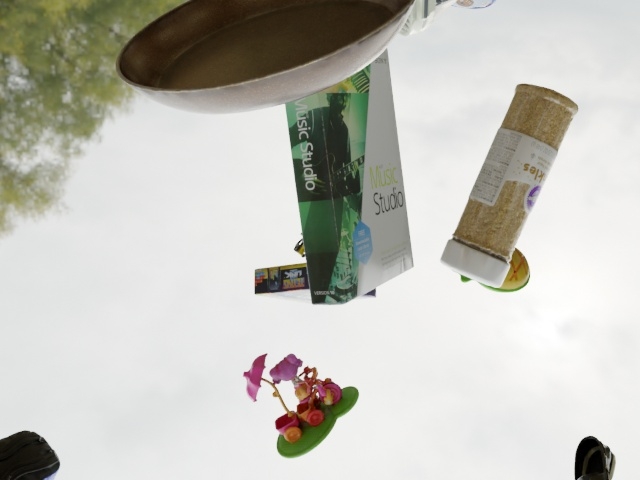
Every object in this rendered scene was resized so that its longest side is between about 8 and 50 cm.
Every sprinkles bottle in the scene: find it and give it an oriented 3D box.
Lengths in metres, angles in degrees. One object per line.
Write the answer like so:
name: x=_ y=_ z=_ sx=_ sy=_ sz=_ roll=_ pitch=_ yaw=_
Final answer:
sprinkles bottle: x=0.336 y=-0.098 z=1.428 sx=0.121 sy=0.355 sz=0.121 roll=23 pitch=-176 yaw=-2

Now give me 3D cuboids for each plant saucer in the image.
plant saucer: x=-0.050 y=-0.205 z=0.801 sx=0.310 sy=0.050 sz=0.310 roll=-12 pitch=-145 yaw=8

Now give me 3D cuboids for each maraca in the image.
maraca: x=0.374 y=0.055 z=1.755 sx=0.186 sy=0.099 sz=0.127 roll=9 pitch=-126 yaw=-8

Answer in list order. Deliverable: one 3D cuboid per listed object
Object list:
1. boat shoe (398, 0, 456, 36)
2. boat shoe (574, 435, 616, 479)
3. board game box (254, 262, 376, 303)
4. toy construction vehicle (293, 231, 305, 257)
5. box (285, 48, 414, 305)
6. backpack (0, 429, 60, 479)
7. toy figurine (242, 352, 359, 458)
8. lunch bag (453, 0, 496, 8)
boat shoe: x=0.144 y=-0.403 z=0.965 sx=0.187 sy=0.156 sz=0.500 roll=50 pitch=177 yaw=4
boat shoe: x=0.316 y=0.289 z=0.928 sx=0.042 sy=0.049 sz=0.133 roll=44 pitch=-138 yaw=-18
board game box: x=-0.007 y=0.075 z=1.365 sx=0.141 sy=0.048 sz=0.170 roll=-7 pitch=167 yaw=35
toy construction vehicle: x=0.000 y=0.000 z=1.514 sx=0.086 sy=0.098 sz=0.035 roll=38 pitch=170 yaw=-28
box: x=0.042 y=-0.096 z=1.048 sx=0.058 sy=0.322 sz=0.232 roll=-5 pitch=-173 yaw=28
backpack: x=-0.431 y=0.324 z=1.100 sx=0.098 sy=0.101 sz=0.120 roll=45 pitch=-142 yaw=16
toy figurine: x=-0.048 y=0.248 z=1.322 sx=0.173 sy=0.159 sz=0.130 roll=-36 pitch=-160 yaw=6
lunch bag: x=0.223 y=-0.577 z=1.603 sx=0.303 sy=0.115 sz=0.243 roll=11 pitch=173 yaw=8
